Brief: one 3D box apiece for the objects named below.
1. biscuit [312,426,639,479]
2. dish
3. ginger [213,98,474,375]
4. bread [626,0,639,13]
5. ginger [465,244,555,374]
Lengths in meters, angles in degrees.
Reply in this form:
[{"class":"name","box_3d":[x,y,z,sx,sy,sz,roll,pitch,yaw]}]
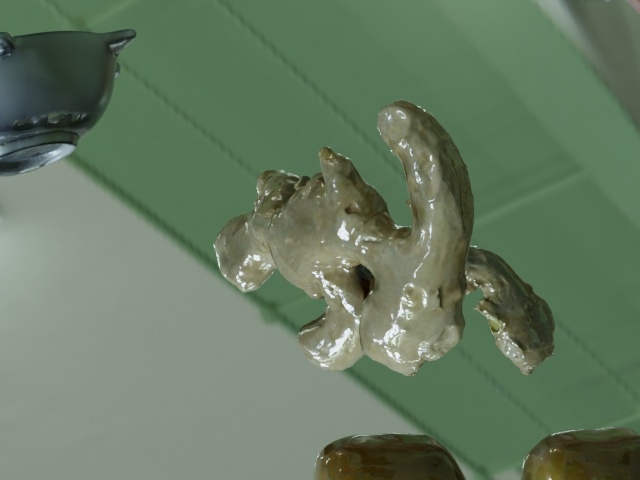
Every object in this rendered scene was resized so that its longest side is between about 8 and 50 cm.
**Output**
[{"class":"biscuit","box_3d":[0.104,0.263,0.960,0.062,0.237,0.291,-136,49,-74]},{"class":"dish","box_3d":[-0.267,-0.113,1.307,0.236,0.228,0.086,-15,-97,-22]},{"class":"ginger","box_3d":[0.004,0.015,0.894,0.065,0.258,0.149,-7,-97,-34]},{"class":"bread","box_3d":[0.158,-0.125,0.403,0.123,0.190,0.244,-3,-140,-36]},{"class":"ginger","box_3d":[0.171,0.056,1.459,0.173,0.069,0.051,44,172,-7]}]
